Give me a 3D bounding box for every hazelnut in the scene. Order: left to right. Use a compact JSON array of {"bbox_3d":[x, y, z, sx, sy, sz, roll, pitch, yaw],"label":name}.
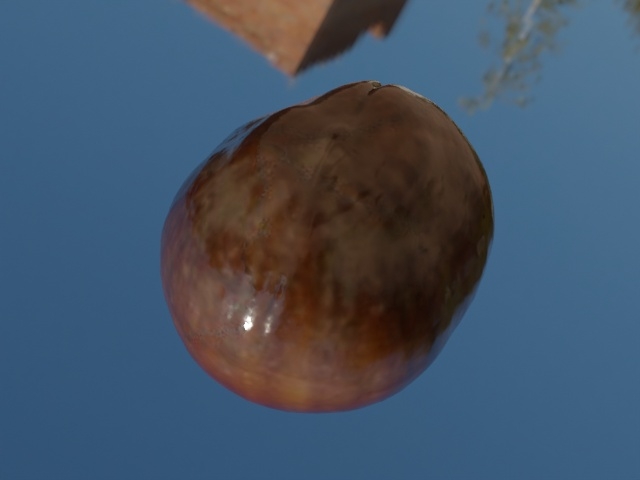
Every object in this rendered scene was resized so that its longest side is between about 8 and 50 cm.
[{"bbox_3d":[0.000,0.000,0.416,0.086,0.086,0.086,24,-156,-12],"label":"hazelnut"}]
